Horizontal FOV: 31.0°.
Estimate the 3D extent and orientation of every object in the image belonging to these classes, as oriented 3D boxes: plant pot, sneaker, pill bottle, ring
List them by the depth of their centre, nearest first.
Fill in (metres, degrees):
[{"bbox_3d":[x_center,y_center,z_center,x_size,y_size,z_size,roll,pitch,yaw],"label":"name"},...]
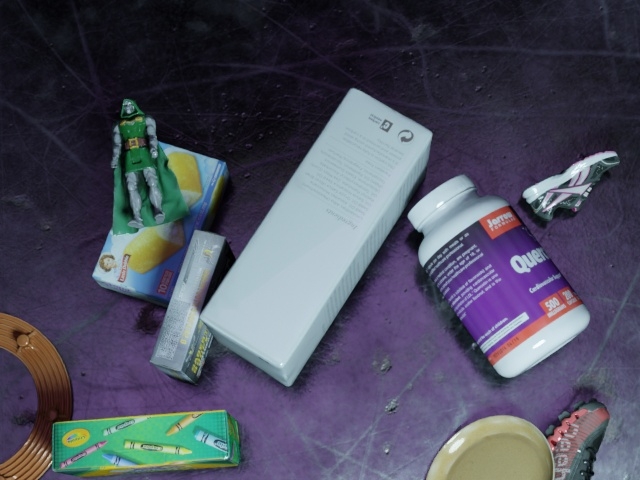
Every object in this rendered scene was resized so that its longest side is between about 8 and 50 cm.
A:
[{"bbox_3d":[0.273,0.392,1.844,0.236,0.032,0.236,-25,43,26],"label":"plant pot"},{"bbox_3d":[0.396,0.386,1.852,0.135,0.097,0.276,31,79,39],"label":"sneaker"},{"bbox_3d":[0.286,0.054,1.913,0.181,0.181,0.323,-33,78,-6],"label":"pill bottle"},{"bbox_3d":[-0.592,0.283,1.964,0.336,0.032,0.337,0,76,1],"label":"ring"},{"bbox_3d":[0.443,-0.092,2.012,0.178,0.072,0.077,-27,88,3],"label":"sneaker"}]

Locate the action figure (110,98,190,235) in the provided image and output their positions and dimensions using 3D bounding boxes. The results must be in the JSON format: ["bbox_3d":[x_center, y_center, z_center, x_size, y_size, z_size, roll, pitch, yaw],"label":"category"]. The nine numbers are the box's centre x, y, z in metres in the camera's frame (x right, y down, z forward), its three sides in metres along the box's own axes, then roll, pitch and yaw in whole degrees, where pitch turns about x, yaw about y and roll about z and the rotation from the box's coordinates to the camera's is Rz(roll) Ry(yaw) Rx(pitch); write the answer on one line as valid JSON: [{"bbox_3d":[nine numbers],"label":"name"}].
[{"bbox_3d":[-0.309,-0.135,1.958,0.137,0.063,0.232,-14,71,3],"label":"action figure"}]

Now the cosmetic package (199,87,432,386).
[{"bbox_3d":[0.000,0.000,1.914,0.161,0.230,0.453,31,78,10],"label":"cosmetic package"}]

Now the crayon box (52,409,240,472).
[{"bbox_3d":[-0.278,0.331,1.872,0.278,0.165,0.081,-5,76,1],"label":"crayon box"}]

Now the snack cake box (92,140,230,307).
[{"bbox_3d":[-0.274,-0.027,2.002,0.152,0.089,0.264,17,77,5],"label":"snack cake box"}]

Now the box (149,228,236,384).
[{"bbox_3d":[-0.206,0.114,1.915,0.056,0.183,0.231,16,76,6],"label":"box"}]
